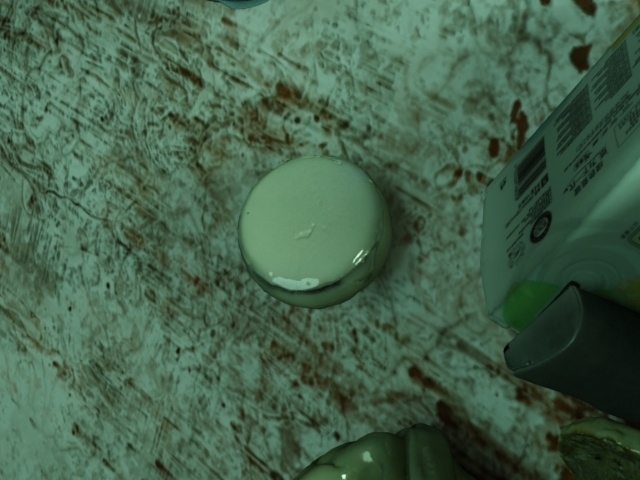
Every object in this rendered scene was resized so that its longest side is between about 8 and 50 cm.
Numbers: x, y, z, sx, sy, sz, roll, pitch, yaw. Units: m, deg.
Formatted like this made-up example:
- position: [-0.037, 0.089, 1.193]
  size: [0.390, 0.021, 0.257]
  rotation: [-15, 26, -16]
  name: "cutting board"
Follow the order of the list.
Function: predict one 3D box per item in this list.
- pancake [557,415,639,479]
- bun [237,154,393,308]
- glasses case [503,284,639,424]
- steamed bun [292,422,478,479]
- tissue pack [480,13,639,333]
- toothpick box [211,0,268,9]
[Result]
- position: [0.226, 0.178, 0.827]
  size: [0.152, 0.025, 0.151]
  rotation: [33, 154, 18]
  name: "pancake"
- position: [0.000, 0.000, 1.042]
  size: [0.138, 0.094, 0.138]
  rotation: [-6, 66, 13]
  name: "bun"
- position: [0.216, 0.090, 0.775]
  size: [0.072, 0.191, 0.042]
  rotation: [-47, 32, 39]
  name: "glasses case"
- position: [0.050, 0.329, 0.924]
  size: [0.324, 0.219, 0.309]
  rotation: [39, 119, 35]
  name: "steamed bun"
- position: [0.229, -0.037, 0.788]
  size: [0.229, 0.145, 0.159]
  rotation: [-53, 15, 32]
  name: "tissue pack"
- position: [0.016, -0.316, 0.888]
  size: [0.355, 0.263, 0.263]
  rotation: [-1, 92, 43]
  name: "toothpick box"
